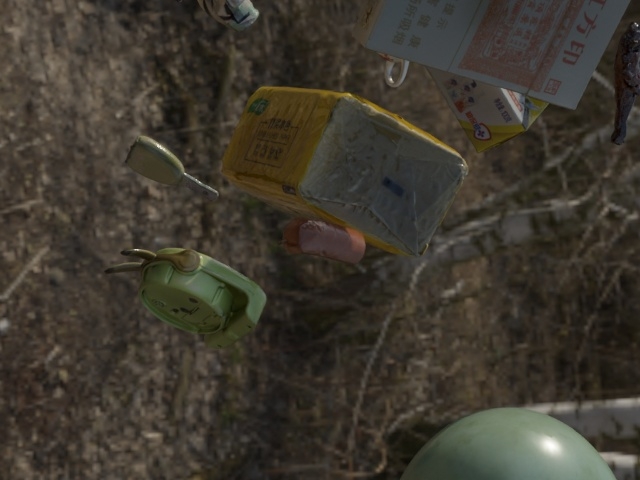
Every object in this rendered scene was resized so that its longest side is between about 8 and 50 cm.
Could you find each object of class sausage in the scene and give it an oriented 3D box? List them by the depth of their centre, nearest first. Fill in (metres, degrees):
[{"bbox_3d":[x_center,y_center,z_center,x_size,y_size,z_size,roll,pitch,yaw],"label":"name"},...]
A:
[{"bbox_3d":[0.000,-0.001,1.702,0.169,0.065,0.065,13,71,-51],"label":"sausage"}]

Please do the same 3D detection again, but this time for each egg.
[{"bbox_3d":[0.205,0.355,1.182,0.276,0.276,0.389,-72,164,-50],"label":"egg"}]

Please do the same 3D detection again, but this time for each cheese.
[{"bbox_3d":[-0.284,-0.129,2.078,0.097,0.192,0.037,-48,-167,54],"label":"cheese"}]

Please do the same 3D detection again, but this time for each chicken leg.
[{"bbox_3d":[0.515,-0.266,1.804,0.093,0.053,0.205,-51,140,-46],"label":"chicken leg"}]

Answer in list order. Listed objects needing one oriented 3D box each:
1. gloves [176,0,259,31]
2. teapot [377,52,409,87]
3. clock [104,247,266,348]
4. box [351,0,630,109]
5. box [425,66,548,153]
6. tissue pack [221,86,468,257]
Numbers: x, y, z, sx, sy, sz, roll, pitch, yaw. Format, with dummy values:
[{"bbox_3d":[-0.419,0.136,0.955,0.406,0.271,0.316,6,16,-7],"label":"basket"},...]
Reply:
[{"bbox_3d":[-0.201,-0.452,1.835,0.212,0.111,0.128,50,22,-32],"label":"gloves"},{"bbox_3d":[0.173,-0.452,2.317,0.159,0.116,0.246,-5,112,-48],"label":"teapot"},{"bbox_3d":[-0.209,0.076,1.638,0.232,0.170,0.069,30,59,-15],"label":"clock"},{"bbox_3d":[0.237,-0.307,1.417,0.051,0.365,0.205,52,-55,51],"label":"box"},{"bbox_3d":[0.246,-0.290,1.693,0.265,0.097,0.168,58,39,-8],"label":"box"},{"bbox_3d":[0.032,-0.134,1.960,0.293,0.382,0.228,25,87,-27],"label":"tissue pack"}]
